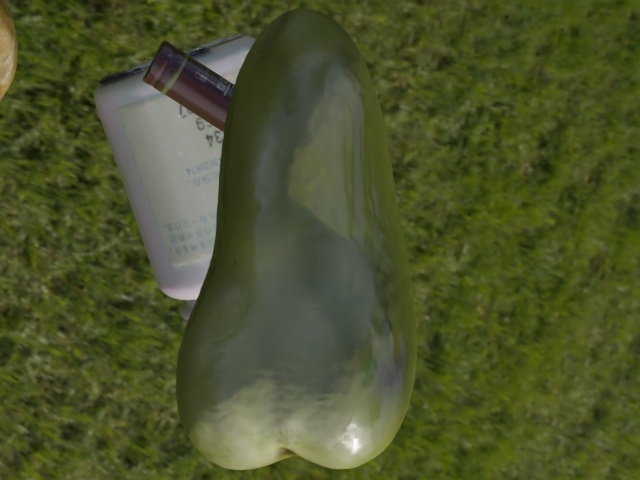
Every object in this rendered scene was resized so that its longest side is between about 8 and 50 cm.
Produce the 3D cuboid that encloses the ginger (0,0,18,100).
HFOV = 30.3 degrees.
[{"bbox_3d":[-0.429,-0.141,1.208,0.244,0.155,0.304,73,42,-83],"label":"ginger"}]

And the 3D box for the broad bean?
[{"bbox_3d":[0.000,0.000,0.664,0.189,0.121,0.263,38,56,-66],"label":"broad bean"}]

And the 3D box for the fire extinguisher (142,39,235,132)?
[{"bbox_3d":[-0.084,-0.120,1.064,0.158,0.064,0.043,32,100,-15],"label":"fire extinguisher"}]

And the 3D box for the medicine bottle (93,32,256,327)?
[{"bbox_3d":[-0.122,-0.047,1.443,0.213,0.213,0.378,-25,103,-39],"label":"medicine bottle"}]
